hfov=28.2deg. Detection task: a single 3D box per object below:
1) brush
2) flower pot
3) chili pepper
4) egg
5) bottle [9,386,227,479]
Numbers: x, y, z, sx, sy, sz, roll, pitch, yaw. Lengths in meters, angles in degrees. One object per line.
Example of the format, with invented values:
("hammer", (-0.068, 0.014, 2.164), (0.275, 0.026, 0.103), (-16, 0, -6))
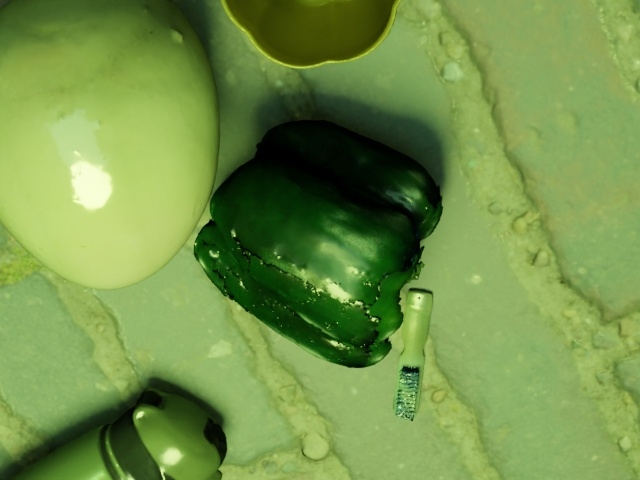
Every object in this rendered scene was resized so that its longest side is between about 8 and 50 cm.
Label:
("brush", (0.114, 0.147, 1.606), (0.033, 0.030, 0.179), (10, 113, 11))
("flower pot", (-0.005, -0.296, 1.351), (0.195, 0.179, 0.195), (1, 113, 2))
("chili pepper", (0.000, 0.000, 1.448), (0.256, 0.248, 0.233), (28, 124, 3))
("egg", (-0.244, -0.117, 1.383), (0.283, 0.283, 0.345), (-11, 104, 8))
("bottle", (-0.279, 0.325, 1.636), (0.347, 0.168, 0.168), (-35, 106, 13))
